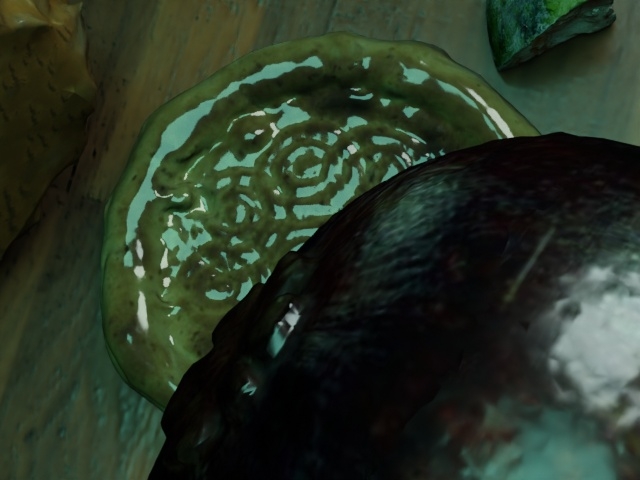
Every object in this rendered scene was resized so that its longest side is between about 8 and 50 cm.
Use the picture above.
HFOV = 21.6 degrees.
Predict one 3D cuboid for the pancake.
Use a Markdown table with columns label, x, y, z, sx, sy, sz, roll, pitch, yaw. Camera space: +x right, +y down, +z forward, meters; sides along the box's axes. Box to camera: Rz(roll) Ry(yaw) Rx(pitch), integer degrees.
| label | x | y | z | sx | sy | sz | roll | pitch | yaw |
| --- | --- | --- | --- | --- | --- | --- | --- | --- | --- |
| pancake | 0.000 | 0.000 | 0.812 | 0.235 | 0.029 | 0.212 | -32 | 72 | 0 |

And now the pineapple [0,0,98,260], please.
| label | x | y | z | sx | sy | sz | roll | pitch | yaw |
| --- | --- | --- | --- | --- | --- | --- | --- | --- | --- |
| pineapple | -0.284 | -0.129 | 0.815 | 0.357 | 0.223 | 0.223 | 41 | 87 | 25 |

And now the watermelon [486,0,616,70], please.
| label | x | y | z | sx | sy | sz | roll | pitch | yaw |
| --- | --- | --- | --- | --- | --- | --- | --- | --- | --- |
| watermelon | 0.118 | -0.123 | 0.815 | 0.061 | 0.085 | 0.085 | 25 | 80 | -26 |

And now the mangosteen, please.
| label | x | y | z | sx | sy | sz | roll | pitch | yaw |
| --- | --- | --- | --- | --- | --- | --- | --- | --- | --- |
| mangosteen | 0.086 | 0.121 | 0.634 | 0.330 | 0.330 | 0.330 | -2 | 77 | 10 |
